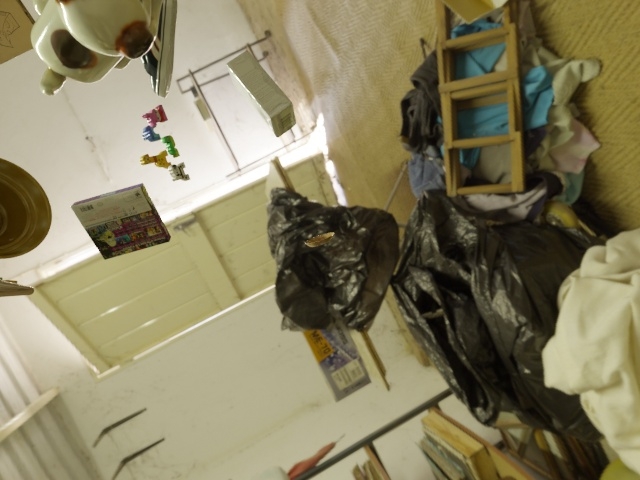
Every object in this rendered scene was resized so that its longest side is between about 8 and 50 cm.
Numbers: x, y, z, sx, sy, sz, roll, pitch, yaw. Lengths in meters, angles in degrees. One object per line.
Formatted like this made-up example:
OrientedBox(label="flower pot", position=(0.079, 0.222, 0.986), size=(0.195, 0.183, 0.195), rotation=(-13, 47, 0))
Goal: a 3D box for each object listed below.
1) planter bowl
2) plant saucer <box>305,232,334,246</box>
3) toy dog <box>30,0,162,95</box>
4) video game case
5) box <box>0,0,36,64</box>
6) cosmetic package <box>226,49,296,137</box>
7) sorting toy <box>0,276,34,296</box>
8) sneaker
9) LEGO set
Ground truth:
OrientedBox(label="planter bowl", position=(-0.684, -0.057, 0.854), size=(0.217, 0.090, 0.217), rotation=(38, -137, -47))
OrientedBox(label="plant saucer", position=(0.000, 0.000, 1.116), size=(0.083, 0.083, 0.015), rotation=(-159, 49, -76))
OrientedBox(label="toy dog", position=(-0.556, -0.547, 1.009), size=(0.408, 0.395, 0.284), rotation=(12, 151, 49))
OrientedBox(label="video game case", position=(-0.637, -0.058, 1.352), size=(0.042, 0.232, 0.210), rotation=(-103, -3, -59))
OrientedBox(label="box", position=(-0.922, -0.621, 1.212), size=(0.021, 0.201, 0.164), rotation=(-83, -25, -52))
OrientedBox(label="cosmetic package", position=(-0.172, -0.430, 1.234), size=(0.231, 0.085, 0.117), rotation=(50, 172, 15))
OrientedBox(label="sorting toy", position=(-1.017, 0.135, 1.266), size=(0.208, 0.193, 0.038), rotation=(113, 153, -71))
OrientedBox(label="sneaker", position=(-0.540, -0.635, 1.351), size=(0.126, 0.127, 0.321), rotation=(-122, 40, -71))
OrientedBox(label="LEGO set", position=(-0.482, -0.267, 1.226), size=(0.087, 0.093, 0.227), rotation=(-11, 104, 34))
